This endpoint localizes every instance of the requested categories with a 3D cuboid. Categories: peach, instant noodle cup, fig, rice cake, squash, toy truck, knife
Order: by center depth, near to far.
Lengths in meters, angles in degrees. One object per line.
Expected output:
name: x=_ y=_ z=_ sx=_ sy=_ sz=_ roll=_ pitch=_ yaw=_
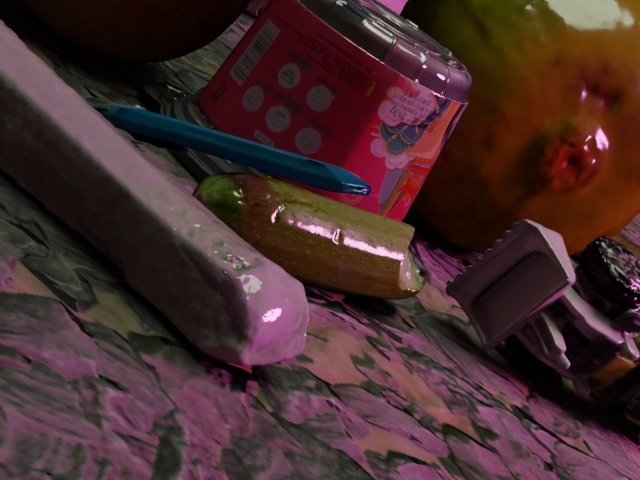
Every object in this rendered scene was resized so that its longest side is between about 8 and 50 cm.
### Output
rice cake: x=-0.161 y=-0.059 z=0.780 sx=0.399 sy=0.064 sz=0.070 roll=40 pitch=23 yaw=20
knife: x=-0.081 y=-0.067 z=0.875 sx=0.297 sy=0.026 sz=0.044 roll=20 pitch=5 yaw=41
squash: x=0.000 y=0.000 z=0.919 sx=0.239 sy=0.069 sz=0.069 roll=17 pitch=23 yaw=-45
toy truck: x=0.247 y=0.088 z=1.046 sx=0.286 sy=0.136 sz=0.111 roll=25 pitch=39 yaw=-25
instant noodle cup: x=0.012 y=-0.116 z=1.073 sx=0.302 sy=0.181 sz=0.258 roll=33 pitch=17 yaw=-2
peach: x=-0.167 y=-0.279 z=1.117 sx=0.252 sy=0.252 sz=0.252 roll=31 pitch=16 yaw=-10
fig: x=0.204 y=-0.156 z=1.286 sx=0.343 sy=0.343 sz=0.343 roll=31 pitch=16 yaw=-10

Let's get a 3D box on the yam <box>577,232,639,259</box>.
yam: x=0.410 y=0.053 z=1.578 sx=0.071 sy=0.067 sz=0.317 roll=37 pitch=10 yaw=-49

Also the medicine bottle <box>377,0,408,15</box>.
medicine bottle: x=0.063 y=-0.443 z=2.079 sx=0.212 sy=0.212 sz=0.325 roll=19 pitch=21 yaw=-43

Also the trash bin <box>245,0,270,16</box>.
trash bin: x=-0.038 y=-0.474 z=1.808 sx=0.203 sy=0.301 sz=0.252 roll=25 pitch=21 yaw=-33
